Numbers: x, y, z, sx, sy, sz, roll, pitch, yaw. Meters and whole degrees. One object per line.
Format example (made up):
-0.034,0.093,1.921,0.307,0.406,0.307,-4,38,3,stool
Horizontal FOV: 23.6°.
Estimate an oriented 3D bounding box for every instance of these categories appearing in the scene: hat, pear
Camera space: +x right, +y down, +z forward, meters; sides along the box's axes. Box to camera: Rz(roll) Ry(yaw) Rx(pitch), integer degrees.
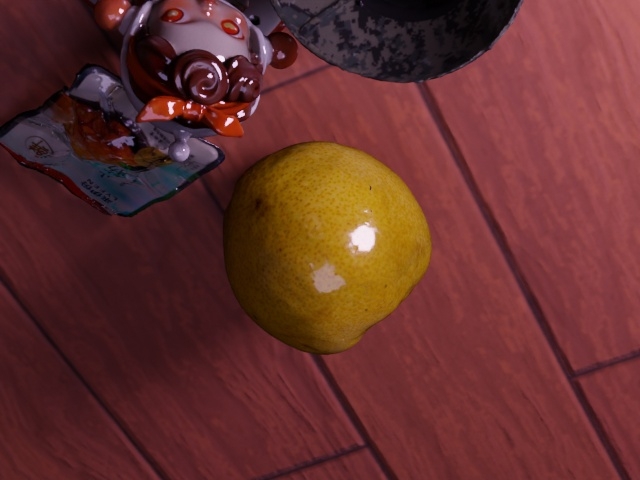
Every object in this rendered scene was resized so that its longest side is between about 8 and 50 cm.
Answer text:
0.076,-0.261,1.318,0.265,0.128,0.265,3,98,23,hat
0.000,0.000,1.489,0.209,0.209,0.209,-1,129,-1,pear

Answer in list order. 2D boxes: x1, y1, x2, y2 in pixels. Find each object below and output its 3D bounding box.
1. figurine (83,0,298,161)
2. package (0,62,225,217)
-0.114,-0.166,1.336,0.183,0.226,0.160,30,123,-23,figurine
-0.206,-0.085,1.463,0.166,0.040,0.232,36,147,-24,package
